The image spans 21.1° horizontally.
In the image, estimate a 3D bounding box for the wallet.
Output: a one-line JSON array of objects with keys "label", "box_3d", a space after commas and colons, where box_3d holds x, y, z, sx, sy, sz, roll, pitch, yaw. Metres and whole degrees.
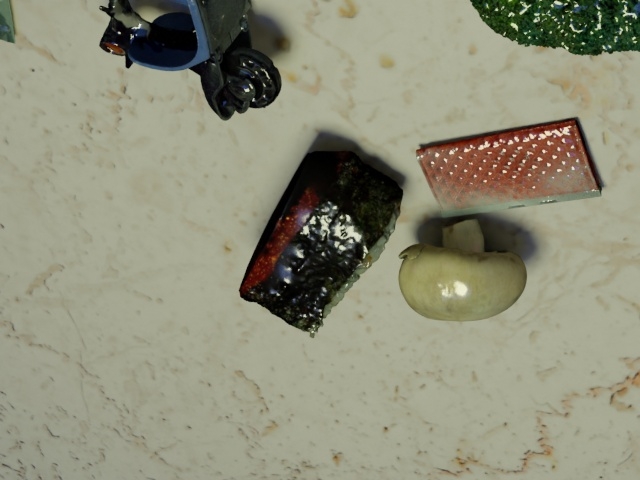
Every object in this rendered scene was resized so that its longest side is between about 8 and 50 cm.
[{"label": "wallet", "box_3d": [0.214, -0.079, 1.958, 0.196, 0.020, 0.103, -9, 127, 27]}]

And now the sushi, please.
[{"label": "sushi", "box_3d": [0.000, 0.000, 2.032, 0.126, 0.136, 0.225, 26, 127, -7]}]

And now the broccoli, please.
[{"label": "broccoli", "box_3d": [0.259, -0.308, 1.609, 0.297, 0.297, 0.297, -40, 77, 40]}]

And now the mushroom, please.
[{"label": "mushroom", "box_3d": [0.166, 0.035, 2.010, 0.154, 0.123, 0.154, 3, 174, 0]}]

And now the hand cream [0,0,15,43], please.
[{"label": "hand cream", "box_3d": [-0.480, -0.286, 2.023, 0.247, 0.052, 0.075, 8, 155, 6]}]

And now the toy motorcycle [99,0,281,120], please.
[{"label": "toy motorcycle", "box_3d": [-0.159, -0.288, 1.850, 0.212, 0.125, 0.359, 9, 130, 25]}]
